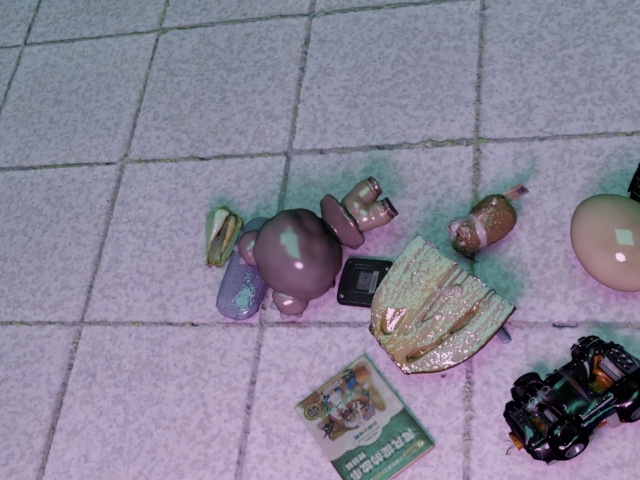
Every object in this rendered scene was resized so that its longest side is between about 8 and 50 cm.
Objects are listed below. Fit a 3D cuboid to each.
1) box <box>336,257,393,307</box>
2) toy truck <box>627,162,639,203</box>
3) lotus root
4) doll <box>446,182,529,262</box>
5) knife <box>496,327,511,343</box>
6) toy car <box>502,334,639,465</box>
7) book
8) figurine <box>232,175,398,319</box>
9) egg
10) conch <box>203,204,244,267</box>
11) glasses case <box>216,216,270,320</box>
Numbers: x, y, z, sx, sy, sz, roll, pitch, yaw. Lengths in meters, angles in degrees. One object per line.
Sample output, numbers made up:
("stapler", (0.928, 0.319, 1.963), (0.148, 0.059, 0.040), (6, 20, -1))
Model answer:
("box", (0.105, 0.100, 2.013), (0.125, 0.027, 0.126), (4, 62, 20))
("toy truck", (0.805, -0.079, 1.847), (0.127, 0.127, 0.257), (-29, 56, -18))
("lotus root", (0.245, 0.173, 1.859), (0.267, 0.149, 0.260), (37, 89, 14))
("doll", (0.390, -0.050, 1.964), (0.221, 0.105, 0.115), (-40, 94, -8))
("knife", (0.351, 0.161, 1.908), (0.028, 0.015, 0.210), (-44, 57, -2))
("toy car", (0.514, 0.324, 1.704), (0.301, 0.118, 0.193), (-32, 48, -2))
("book", (0.090, 0.406, 1.840), (0.202, 0.027, 0.264), (-36, 57, -6))
("figurine", (0.001, -0.001, 1.990), (0.380, 0.203, 0.248), (-35, 89, -4))
("egg", (0.639, 0.001, 1.809), (0.186, 0.186, 0.242), (-28, 51, 0))
("conch", (-0.247, -0.010, 2.163), (0.105, 0.079, 0.170), (1, 77, 24))
("glasses case", (-0.173, 0.067, 2.095), (0.109, 0.067, 0.282), (10, 63, 19))
